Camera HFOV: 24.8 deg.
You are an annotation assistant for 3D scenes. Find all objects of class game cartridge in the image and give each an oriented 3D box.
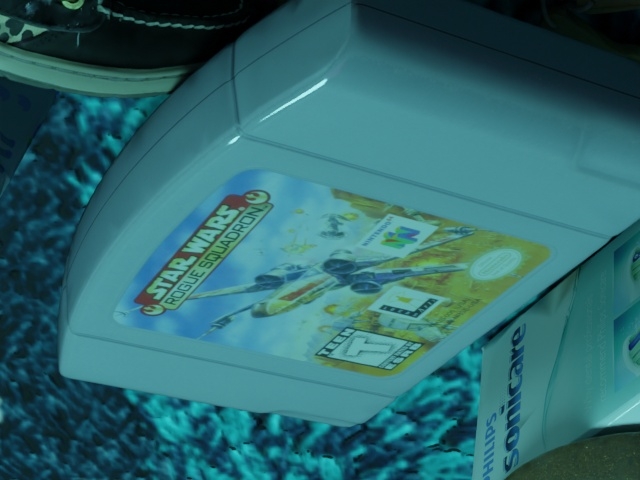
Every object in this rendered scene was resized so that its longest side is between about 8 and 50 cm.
[{"bbox_3d":[0.000,0.000,0.661,0.198,0.062,0.297,10,146,-29],"label":"game cartridge"}]

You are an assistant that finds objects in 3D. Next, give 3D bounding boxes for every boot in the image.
[{"bbox_3d":[-0.105,-0.154,0.549,0.236,0.085,0.178,7,124,-33],"label":"boot"}]

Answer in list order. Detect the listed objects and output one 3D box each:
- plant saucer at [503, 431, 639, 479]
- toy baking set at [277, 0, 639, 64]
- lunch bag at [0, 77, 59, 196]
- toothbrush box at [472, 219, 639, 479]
[{"bbox_3d":[0.156,0.154,0.673,0.168,0.029,0.168,6,133,6],"label":"plant saucer"},{"bbox_3d":[0.072,-0.078,0.656,0.197,0.030,0.256,12,131,1],"label":"toy baking set"},{"bbox_3d":[-0.212,-0.062,0.665,0.151,0.129,0.096,32,128,-13],"label":"lunch bag"},{"bbox_3d":[0.244,0.069,0.681,0.216,0.126,0.295,31,129,-16],"label":"toothbrush box"}]
